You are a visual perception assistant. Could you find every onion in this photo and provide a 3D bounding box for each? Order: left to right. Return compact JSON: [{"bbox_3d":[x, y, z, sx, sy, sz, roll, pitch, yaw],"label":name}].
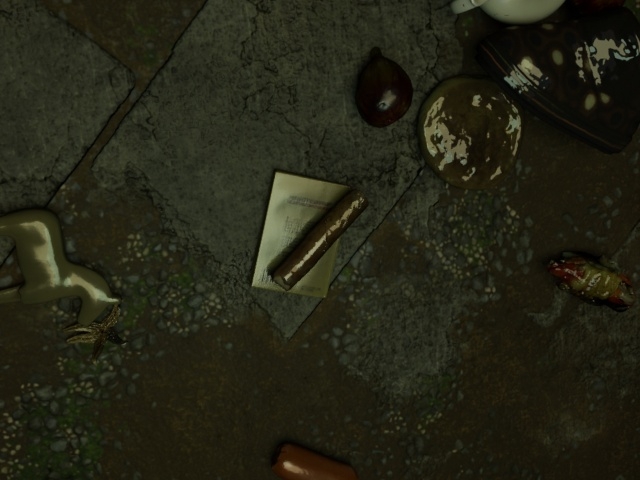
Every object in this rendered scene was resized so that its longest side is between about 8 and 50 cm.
[{"bbox_3d":[0.535,-0.480,1.426,0.117,0.118,0.119,-24,108,-23],"label":"onion"}]

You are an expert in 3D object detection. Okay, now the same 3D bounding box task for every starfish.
[{"bbox_3d":[-0.399,0.164,1.375,0.133,0.041,0.130,26,74,21],"label":"starfish"}]

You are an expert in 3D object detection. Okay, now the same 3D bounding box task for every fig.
[{"bbox_3d":[0.112,-0.291,1.376,0.109,0.103,0.155,-17,71,4],"label":"fig"}]

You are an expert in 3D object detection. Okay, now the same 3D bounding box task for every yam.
[{"bbox_3d":[0.000,0.000,1.405,0.241,0.057,0.057,-46,108,-1],"label":"yam"}]

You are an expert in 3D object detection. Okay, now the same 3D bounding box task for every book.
[{"bbox_3d":[-0.040,-0.010,1.435,0.161,0.026,0.231,11,100,-17],"label":"book"}]

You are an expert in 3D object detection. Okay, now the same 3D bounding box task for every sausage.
[{"bbox_3d":[-0.009,0.479,1.529,0.197,0.076,0.076,26,95,-19],"label":"sausage"}]

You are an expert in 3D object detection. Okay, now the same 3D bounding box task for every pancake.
[{"bbox_3d":[0.307,-0.215,1.460,0.241,0.050,0.242,-4,104,-17],"label":"pancake"}]

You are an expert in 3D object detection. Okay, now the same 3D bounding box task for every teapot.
[{"bbox_3d":[0.364,-0.495,1.360,0.299,0.166,0.208,-37,118,-13],"label":"teapot"}]

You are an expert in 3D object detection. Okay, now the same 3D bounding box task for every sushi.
[{"bbox_3d":[0.580,0.077,1.573,0.225,0.103,0.097,20,124,-20],"label":"sushi"}]

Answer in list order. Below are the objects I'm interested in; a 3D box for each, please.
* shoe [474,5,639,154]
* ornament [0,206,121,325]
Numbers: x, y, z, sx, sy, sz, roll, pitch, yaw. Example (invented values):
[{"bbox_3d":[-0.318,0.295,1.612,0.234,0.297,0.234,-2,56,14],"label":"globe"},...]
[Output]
[{"bbox_3d":[0.494,-0.333,1.388,0.383,0.171,0.237,23,118,-21],"label":"shoe"},{"bbox_3d":[-0.493,0.054,1.319,0.244,0.061,0.231,-9,105,-8],"label":"ornament"}]
